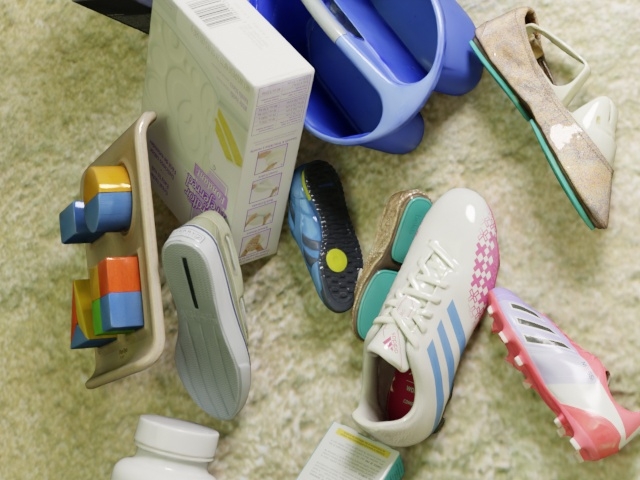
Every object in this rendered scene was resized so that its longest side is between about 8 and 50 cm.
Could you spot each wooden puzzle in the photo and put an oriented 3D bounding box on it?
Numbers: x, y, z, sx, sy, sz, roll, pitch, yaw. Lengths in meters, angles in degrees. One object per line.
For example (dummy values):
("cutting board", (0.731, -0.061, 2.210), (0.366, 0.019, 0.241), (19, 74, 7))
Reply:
("wooden puzzle", (-0.299, 0.021, 1.987), (0.322, 0.081, 0.347), (154, 116, -65))

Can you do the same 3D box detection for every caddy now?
("caddy", (0.045, -0.267, 1.841), (0.241, 0.179, 0.341), (-46, 59, 18))

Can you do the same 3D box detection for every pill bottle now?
("pill bottle", (-0.219, 0.379, 1.922), (0.152, 0.152, 0.272), (13, 88, 36))

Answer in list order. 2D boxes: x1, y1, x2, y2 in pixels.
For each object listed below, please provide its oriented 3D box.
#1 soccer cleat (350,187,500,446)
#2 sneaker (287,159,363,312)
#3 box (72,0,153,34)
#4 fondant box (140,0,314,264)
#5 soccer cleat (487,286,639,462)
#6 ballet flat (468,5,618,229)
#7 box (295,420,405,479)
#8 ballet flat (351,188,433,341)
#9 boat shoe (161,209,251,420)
("soccer cleat", (0.126, 0.092, 1.738), (0.116, 0.143, 0.331), (14, 89, 36))
("sneaker", (0.000, 0.000, 1.900), (0.082, 0.069, 0.209), (-31, 68, 54))
("box", (-0.241, -0.386, 2.043), (0.108, 0.207, 0.153), (3, 84, 34))
("fondant box", (-0.136, -0.157, 1.898), (0.238, 0.096, 0.330), (48, 144, 31))
("soccer cleat", (0.281, 0.146, 1.672), (0.095, 0.083, 0.248), (-28, 57, -4))
("ballet flat", (0.287, -0.160, 1.702), (0.106, 0.107, 0.316), (-33, 64, 11))
("box", (0.000, 0.349, 1.750), (0.101, 0.060, 0.244), (23, 63, 26))
("ballet flat", (0.087, 0.030, 1.836), (0.206, 0.073, 0.067), (-66, 27, 3))
("boat shoe", (-0.135, 0.102, 1.900), (0.109, 0.094, 0.302), (13, 127, 26))
